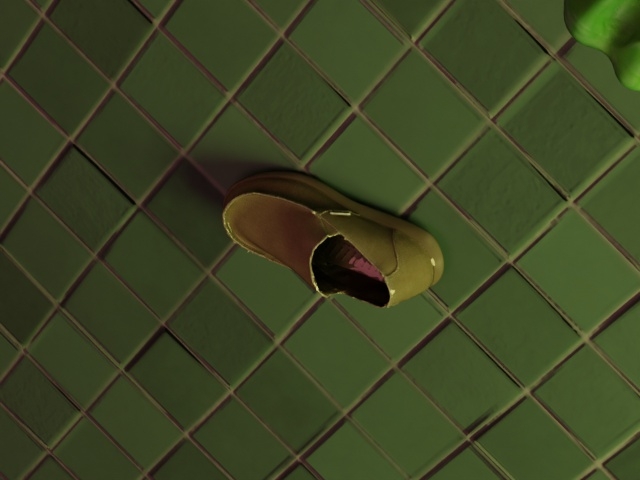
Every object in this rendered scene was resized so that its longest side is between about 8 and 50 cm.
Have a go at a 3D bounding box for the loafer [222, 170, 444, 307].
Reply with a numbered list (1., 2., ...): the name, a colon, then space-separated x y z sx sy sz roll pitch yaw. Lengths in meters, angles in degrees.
1. loafer: 0.000 0.000 1.164 0.148 0.050 0.056 15 126 26

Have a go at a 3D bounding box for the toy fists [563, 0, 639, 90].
1. toy fists: 0.135 -0.171 0.935 0.279 0.096 0.142 35 126 12
